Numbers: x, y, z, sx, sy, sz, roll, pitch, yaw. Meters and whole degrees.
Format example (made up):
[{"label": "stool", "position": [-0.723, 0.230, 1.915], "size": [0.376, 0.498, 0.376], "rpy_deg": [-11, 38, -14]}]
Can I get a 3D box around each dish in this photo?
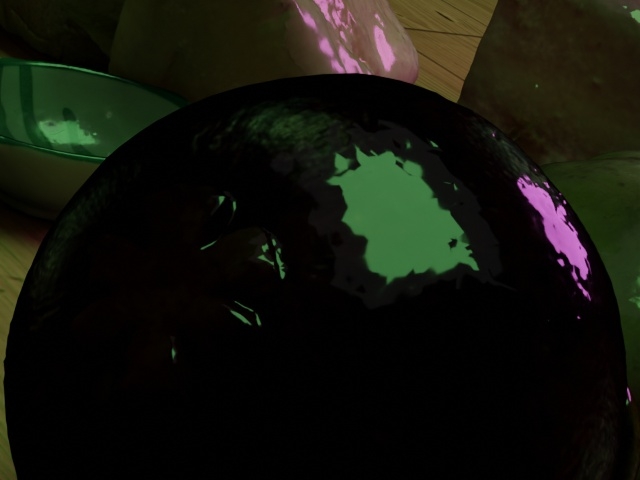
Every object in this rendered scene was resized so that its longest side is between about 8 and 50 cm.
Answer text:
[{"label": "dish", "position": [-0.200, -0.065, 1.287], "size": [0.224, 0.078, 0.246], "rpy_deg": [30, 27, 33]}]

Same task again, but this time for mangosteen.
[{"label": "mangosteen", "position": [0.013, 0.082, 0.856], "size": [0.307, 0.307, 0.347], "rpy_deg": [36, -3, 38]}]

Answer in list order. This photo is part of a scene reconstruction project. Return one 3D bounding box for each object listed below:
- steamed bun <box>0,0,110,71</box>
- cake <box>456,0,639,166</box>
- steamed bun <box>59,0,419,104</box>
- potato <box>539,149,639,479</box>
[{"label": "steamed bun", "position": [-0.204, -0.291, 1.694], "size": [0.251, 0.199, 0.301], "rpy_deg": [34, 25, 34]}, {"label": "cake", "position": [0.300, -0.143, 1.724], "size": [0.230, 0.237, 0.309], "rpy_deg": [33, 22, 25]}, {"label": "steamed bun", "position": [-0.071, -0.183, 1.499], "size": [0.325, 0.230, 0.372], "rpy_deg": [58, 18, -4]}, {"label": "potato", "position": [0.200, 0.071, 1.100], "size": [0.243, 0.221, 0.326], "rpy_deg": [-6, 40, -27]}]
